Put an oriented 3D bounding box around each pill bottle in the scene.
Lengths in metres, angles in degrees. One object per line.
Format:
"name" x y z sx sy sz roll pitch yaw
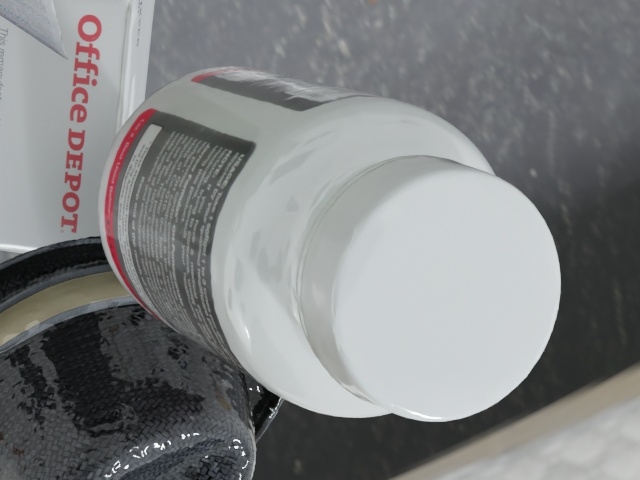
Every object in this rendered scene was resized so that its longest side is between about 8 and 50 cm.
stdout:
"pill bottle" 0.000 0.000 1.064 0.176 0.318 0.176 -5 102 -23

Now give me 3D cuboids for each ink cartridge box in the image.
"ink cartridge box" -0.298 -0.121 1.497 0.307 0.129 0.223 8 105 3

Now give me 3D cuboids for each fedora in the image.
"fedora" -0.159 0.158 1.302 0.334 0.152 0.334 -11 130 -14

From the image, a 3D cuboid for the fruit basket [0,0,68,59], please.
"fruit basket" -0.281 -0.229 1.049 0.327 0.353 0.165 31 88 -1
